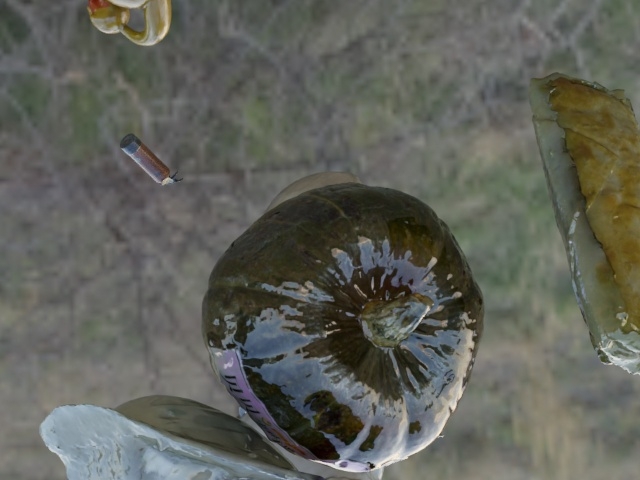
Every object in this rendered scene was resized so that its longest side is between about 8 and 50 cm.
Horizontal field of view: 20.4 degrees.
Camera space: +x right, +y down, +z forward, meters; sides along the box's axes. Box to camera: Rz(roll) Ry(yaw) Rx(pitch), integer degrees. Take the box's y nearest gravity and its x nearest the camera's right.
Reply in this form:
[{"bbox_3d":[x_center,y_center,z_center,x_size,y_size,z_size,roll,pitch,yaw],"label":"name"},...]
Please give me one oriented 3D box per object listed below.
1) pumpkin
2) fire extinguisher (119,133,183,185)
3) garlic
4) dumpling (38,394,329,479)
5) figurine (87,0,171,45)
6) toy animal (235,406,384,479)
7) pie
[{"bbox_3d":[0.033,0.070,1.559,0.260,0.260,0.189,12,172,-35],"label":"pumpkin"},{"bbox_3d":[-0.188,-0.088,1.991,0.028,0.022,0.083,-31,127,19],"label":"fire extinguisher"},{"bbox_3d":[0.002,-0.013,1.955,0.090,0.198,0.128,12,141,28],"label":"garlic"},{"bbox_3d":[-0.103,0.218,1.545,0.227,0.175,0.243,-9,175,42],"label":"dumpling"},{"bbox_3d":[-0.191,-0.232,1.522,0.176,0.121,0.122,26,137,26],"label":"figurine"},{"bbox_3d":[-0.018,0.330,2.213,0.258,0.357,0.194,-40,116,5],"label":"toy animal"},{"bbox_3d":[0.244,-0.025,1.476,0.129,0.282,0.068,10,144,-32],"label":"pie"}]
